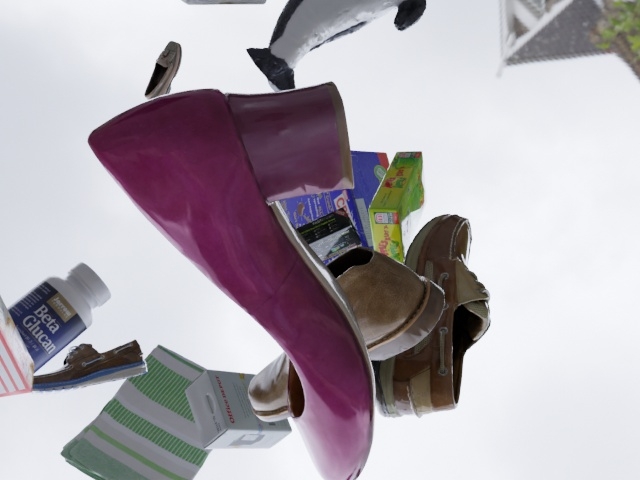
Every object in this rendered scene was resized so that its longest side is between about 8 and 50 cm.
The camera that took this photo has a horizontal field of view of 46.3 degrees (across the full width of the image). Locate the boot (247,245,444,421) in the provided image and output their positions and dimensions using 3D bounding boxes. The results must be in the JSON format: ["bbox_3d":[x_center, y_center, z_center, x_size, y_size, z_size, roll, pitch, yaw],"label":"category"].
[{"bbox_3d":[-0.006,0.106,0.854,0.115,0.305,0.112,36,-142,-18],"label":"boot"}]

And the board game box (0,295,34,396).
[{"bbox_3d":[-0.406,0.104,0.796,0.147,0.193,0.045,-8,-133,-7],"label":"board game box"}]

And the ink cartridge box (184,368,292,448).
[{"bbox_3d":[-0.153,0.316,1.399,0.175,0.072,0.127,18,-143,-48],"label":"ink cartridge box"}]

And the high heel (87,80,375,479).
[{"bbox_3d":[-0.058,0.060,0.612,0.181,0.377,0.127,-11,-159,-9],"label":"high heel"}]

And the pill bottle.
[{"bbox_3d":[-0.383,0.109,1.059,0.094,0.094,0.169,36,-117,22],"label":"pill bottle"}]

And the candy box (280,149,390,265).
[{"bbox_3d":[0.029,0.007,1.450,0.122,0.317,0.268,-6,-104,-34],"label":"candy box"}]

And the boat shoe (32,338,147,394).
[{"bbox_3d":[-0.364,0.193,1.156,0.183,0.066,0.066,-7,-101,-33],"label":"boat shoe"}]

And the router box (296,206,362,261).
[{"bbox_3d":[0.000,0.000,1.239,0.122,0.092,0.038,-24,-114,4],"label":"router box"}]

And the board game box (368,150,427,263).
[{"bbox_3d":[0.118,-0.053,1.117,0.043,0.092,0.181,2,-147,19],"label":"board game box"}]

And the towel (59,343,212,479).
[{"bbox_3d":[-0.325,0.368,1.515,0.248,0.038,0.325,24,-137,12],"label":"towel"}]

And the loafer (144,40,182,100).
[{"bbox_3d":[-0.291,-0.313,1.384,0.045,0.125,0.039,13,176,35],"label":"loafer"}]

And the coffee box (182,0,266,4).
[{"bbox_3d":[-0.201,-0.464,1.215,0.141,0.098,0.246,-11,-144,-32],"label":"coffee box"}]

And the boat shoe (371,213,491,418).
[{"bbox_3d":[0.165,0.097,0.979,0.120,0.122,0.324,0,-135,27],"label":"boat shoe"}]

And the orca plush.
[{"bbox_3d":[0.040,-0.281,0.906,0.151,0.102,0.287,34,-93,-2],"label":"orca plush"}]
